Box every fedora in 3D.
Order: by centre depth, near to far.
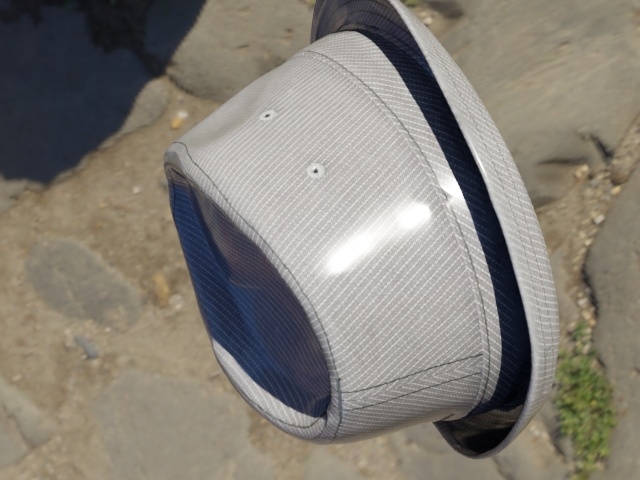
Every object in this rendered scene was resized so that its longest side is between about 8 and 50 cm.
[{"bbox_3d":[0.000,0.000,0.659,0.243,0.124,0.275,91,154,-46],"label":"fedora"}]
